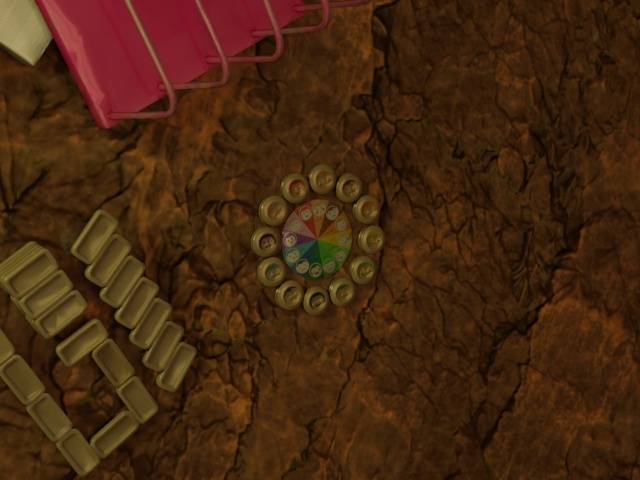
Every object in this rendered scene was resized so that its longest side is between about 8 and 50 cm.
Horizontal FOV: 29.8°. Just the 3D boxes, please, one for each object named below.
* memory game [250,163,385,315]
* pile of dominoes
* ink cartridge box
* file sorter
[{"bbox_3d":[0.000,0.000,1.456,0.186,0.012,0.186,-5,100,-29],"label":"memory game"},{"bbox_3d":[-0.258,0.108,1.325,0.196,0.040,0.251,-40,123,-19],"label":"pile of dominoes"},{"bbox_3d":[-0.326,-0.235,1.226,0.115,0.029,0.063,35,80,-28],"label":"ink cartridge box"},{"bbox_3d":[-0.117,-0.270,1.234,0.291,0.182,0.202,-35,113,-28],"label":"file sorter"}]
